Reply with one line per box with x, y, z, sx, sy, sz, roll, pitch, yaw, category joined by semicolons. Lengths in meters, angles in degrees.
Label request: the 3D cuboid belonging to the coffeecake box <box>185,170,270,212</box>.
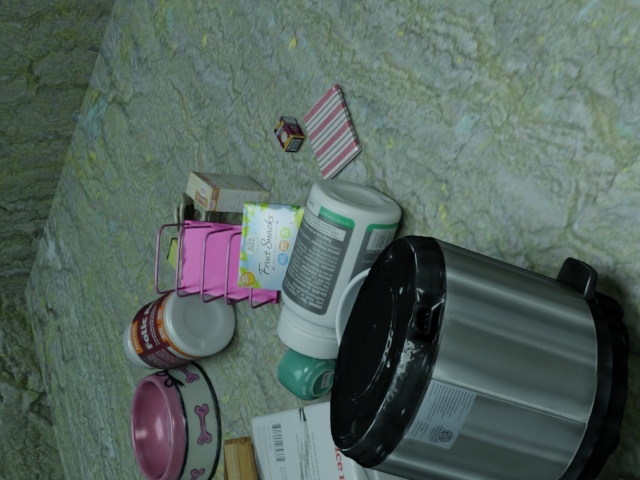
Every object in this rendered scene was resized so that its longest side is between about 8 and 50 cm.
-0.257;-0.133;2.020;0.142;0.186;0.068;37;118;48;coffeecake box

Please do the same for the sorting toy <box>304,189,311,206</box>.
0.000;0.000;1.796;0.208;0.038;0.193;44;123;51;sorting toy

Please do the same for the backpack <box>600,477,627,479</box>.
0.433;0.460;1.094;0.166;0.144;0.188;-42;53;51;backpack

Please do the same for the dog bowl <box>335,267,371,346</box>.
0.165;0.172;1.438;0.265;0.104;0.264;6;100;36;dog bowl

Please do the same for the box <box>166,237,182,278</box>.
-0.423;0.081;2.352;0.232;0.058;0.087;42;122;47;box

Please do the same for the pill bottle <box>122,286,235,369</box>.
-0.447;0.274;2.236;0.392;0.224;0.224;-27;68;50;pill bottle

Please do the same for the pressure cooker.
0.258;0.219;1.130;0.370;0.421;0.375;121;164;-53;pressure cooker

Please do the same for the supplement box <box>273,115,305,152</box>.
-0.081;-0.277;1.905;0.055;0.043;0.083;-58;45;37;supplement box

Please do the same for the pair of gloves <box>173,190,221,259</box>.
-0.362;-0.061;2.136;0.042;0.240;0.204;6;105;19;pair of gloves

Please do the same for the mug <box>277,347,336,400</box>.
-0.029;0.307;1.722;0.097;0.157;0.129;32;75;39;mug

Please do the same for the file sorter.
-0.270;0.061;1.924;0.291;0.182;0.202;6;95;17;file sorter

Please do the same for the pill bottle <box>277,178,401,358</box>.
0.030;0.065;1.605;0.204;0.204;0.361;41;120;47;pill bottle

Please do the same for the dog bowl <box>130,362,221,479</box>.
-0.478;0.597;2.336;0.408;0.150;0.407;-2;88;53;dog bowl

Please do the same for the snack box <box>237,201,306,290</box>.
-0.104;0.015;1.757;0.070;0.175;0.207;-28;-57;-88;snack box

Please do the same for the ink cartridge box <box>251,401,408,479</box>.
0.025;0.509;1.629;0.395;0.166;0.285;-27;68;52;ink cartridge box

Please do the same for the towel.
0.030;-0.261;1.768;0.144;0.029;0.197;-40;60;46;towel

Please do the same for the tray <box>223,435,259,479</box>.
-0.199;0.670;1.864;0.411;0.076;0.202;102;158;-55;tray
